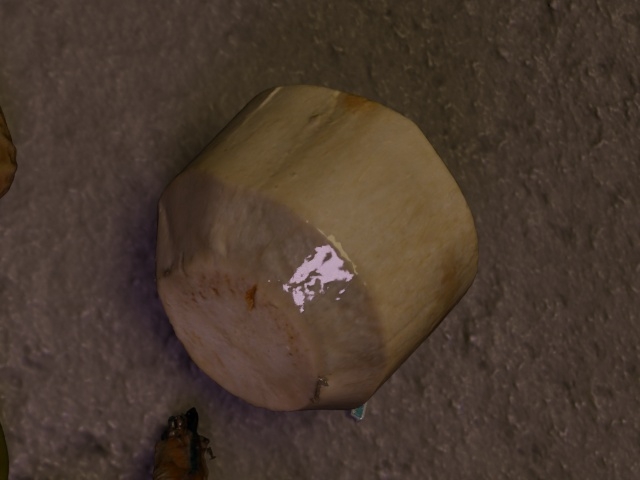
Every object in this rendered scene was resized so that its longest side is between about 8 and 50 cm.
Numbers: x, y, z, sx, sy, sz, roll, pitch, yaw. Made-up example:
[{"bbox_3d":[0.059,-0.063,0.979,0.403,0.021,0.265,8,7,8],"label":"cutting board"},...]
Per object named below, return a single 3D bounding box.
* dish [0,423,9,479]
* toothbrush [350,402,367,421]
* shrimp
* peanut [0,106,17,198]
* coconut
[{"bbox_3d":[-0.355,0.156,1.430,0.221,0.108,0.262,-4,83,-40],"label":"dish"},{"bbox_3d":[0.054,0.097,1.789,0.022,0.017,0.204,33,57,-41],"label":"toothbrush"},{"bbox_3d":[-0.092,0.241,1.563,0.152,0.046,0.219,24,26,-21],"label":"shrimp"},{"bbox_3d":[-0.365,-0.131,1.558,0.226,0.095,0.108,53,39,-2],"label":"peanut"},{"bbox_3d":[0.000,0.000,1.628,0.323,0.323,0.323,11,68,-29],"label":"coconut"}]
